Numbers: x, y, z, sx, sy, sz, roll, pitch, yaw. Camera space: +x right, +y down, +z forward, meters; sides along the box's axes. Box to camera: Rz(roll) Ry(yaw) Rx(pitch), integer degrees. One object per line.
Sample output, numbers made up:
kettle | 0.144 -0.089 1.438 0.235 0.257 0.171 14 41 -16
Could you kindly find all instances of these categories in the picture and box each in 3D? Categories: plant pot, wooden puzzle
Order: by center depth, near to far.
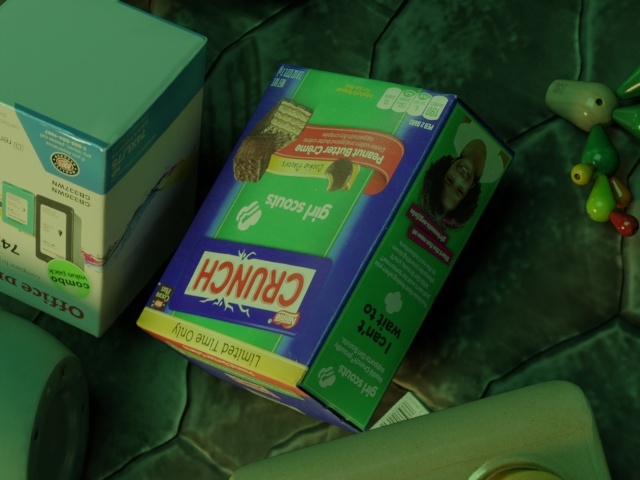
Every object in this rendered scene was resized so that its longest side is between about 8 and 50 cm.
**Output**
wooden puzzle | 0.117 0.317 1.553 0.322 0.080 0.347 -15 83 -7
plant pot | -0.368 0.189 1.859 0.235 0.293 0.293 6 69 12

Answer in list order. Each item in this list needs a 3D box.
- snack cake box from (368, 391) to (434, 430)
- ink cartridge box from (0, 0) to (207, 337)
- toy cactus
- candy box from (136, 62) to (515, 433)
snack cake box | 0.042 0.283 1.699 0.264 0.089 0.152 -44 35 1
ink cartridge box | -0.250 -0.085 1.874 0.198 0.270 0.197 23 48 15
toy cactus | 0.291 -0.119 1.801 0.180 0.112 0.219 22 86 41
candy box | 0.000 0.000 1.822 0.268 0.122 0.317 16 74 48
